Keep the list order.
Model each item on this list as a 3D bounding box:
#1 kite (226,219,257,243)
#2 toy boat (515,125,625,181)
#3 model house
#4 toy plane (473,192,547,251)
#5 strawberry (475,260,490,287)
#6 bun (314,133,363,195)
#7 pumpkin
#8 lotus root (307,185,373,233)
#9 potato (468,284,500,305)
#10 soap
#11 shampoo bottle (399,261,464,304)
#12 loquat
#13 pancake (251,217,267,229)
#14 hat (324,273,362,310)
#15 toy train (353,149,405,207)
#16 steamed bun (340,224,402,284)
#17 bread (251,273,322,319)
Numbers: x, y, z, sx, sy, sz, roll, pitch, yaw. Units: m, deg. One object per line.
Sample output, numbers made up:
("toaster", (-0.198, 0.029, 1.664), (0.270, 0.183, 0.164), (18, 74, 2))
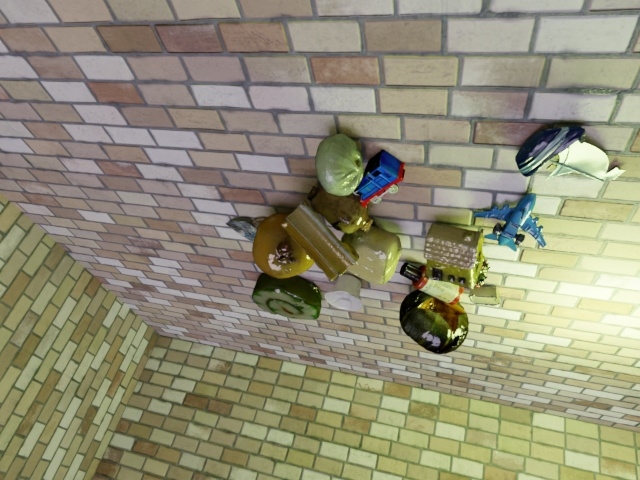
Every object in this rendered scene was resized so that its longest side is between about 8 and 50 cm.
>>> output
("kite", (-0.284, -0.004, 2.140), (0.310, 0.015, 0.169), (38, 151, -30))
("toy boat", (0.705, -0.213, 1.299), (0.291, 0.067, 0.220), (20, 148, -9))
("model house", (0.484, 0.030, 1.689), (0.193, 0.174, 0.234), (16, 142, 29))
("toy plane", (0.638, -0.058, 1.543), (0.254, 0.105, 0.271), (26, 155, 13))
("strawberry", (0.580, 0.121, 1.837), (0.131, 0.131, 0.148), (33, 167, -25))
("bun", (0.070, -0.232, 1.460), (0.118, 0.195, 0.195), (-3, 144, 28))
("pumpkin", (0.499, 0.348, 2.066), (0.320, 0.320, 0.192), (21, 128, -6))
("lotus root", (0.075, -0.113, 1.676), (0.257, 0.154, 0.140), (26, 156, 1))
("potato", (0.701, 0.234, 2.006), (0.122, 0.061, 0.086), (-1, 145, 30))
("soap", (0.000, 0.000, 1.670), (0.281, 0.143, 0.259), (49, 176, 0))
("shampoo bottle", (0.464, 0.173, 1.985), (0.278, 0.104, 0.104), (25, 148, -13))
("loquat", (-0.144, 0.021, 1.883), (0.275, 0.274, 0.275), (13, 149, 8))
("pancake", (-0.227, -0.051, 2.048), (0.152, 0.025, 0.151), (12, 148, 7))
("hat", (0.124, 0.241, 2.238), (0.203, 0.126, 0.203), (12, 149, 8))
("toy train", (0.185, -0.200, 1.554), (0.131, 0.082, 0.204), (30, 145, -20))
("steamed bun", (0.198, 0.033, 1.844), (0.232, 0.166, 0.273), (24, 146, 21))
("bread", (-0.182, 0.310, 2.497), (0.366, 0.129, 0.382), (34, 146, -26))
